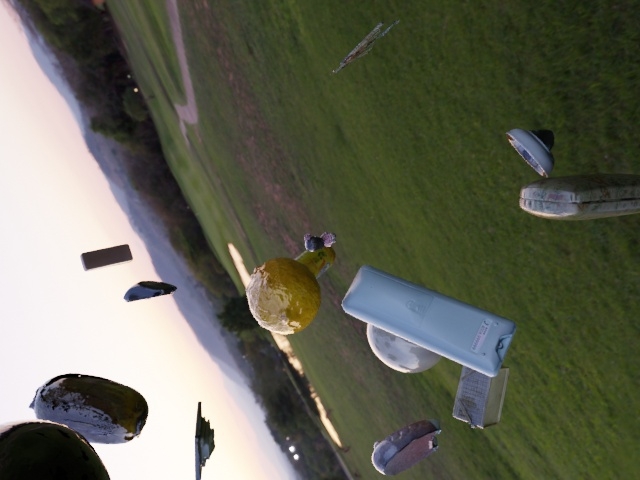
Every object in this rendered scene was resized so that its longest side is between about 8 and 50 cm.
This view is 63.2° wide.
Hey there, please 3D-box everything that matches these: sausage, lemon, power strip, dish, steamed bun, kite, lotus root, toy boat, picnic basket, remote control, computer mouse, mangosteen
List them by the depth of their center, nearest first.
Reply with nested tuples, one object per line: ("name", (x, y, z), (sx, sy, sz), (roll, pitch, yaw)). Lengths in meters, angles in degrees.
("remote control", (0.181, 0.129, 0.907), (0.293, 0.103, 0.051), (21, 160, 25))
("mangosteen", (-0.606, 0.520, 0.956), (0.435, 0.382, 0.382), (7, 142, 16))
("lemon", (-0.073, 0.103, 1.013), (0.187, 0.142, 0.142), (-117, 6, -58))
("dish", (0.509, -0.223, 1.211), (0.141, 0.078, 0.141), (44, -164, -16))
("picnic basket", (0.403, 0.379, 1.300), (0.079, 0.164, 0.115), (10, 176, 41))
("computer mouse", (-0.491, 0.141, 1.496), (0.099, 0.172, 0.057), (2, -103, -72))
("steamed bun", (0.238, 0.290, 1.500), (0.232, 0.232, 0.145), (46, 126, 45))
("toy boat", (0.247, 0.598, 1.530), (0.085, 0.227, 0.155), (47, 148, 44))
("kite", (0.134, -0.584, 1.575), (0.013, 0.268, 0.323), (51, 180, -5))
("lotus root", (-0.724, 0.524, 1.622), (0.196, 0.397, 0.179), (-67, -16, -63))
("power strip", (-0.395, 0.688, 1.787), (0.213, 0.064, 0.198), (-114, 23, -69))
("sausage", (-0.062, 0.116, 2.132), (0.123, 0.347, 0.123), (30, 141, 28))

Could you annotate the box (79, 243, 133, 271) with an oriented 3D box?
("box", (-0.518, 0.042, 1.262), (0.025, 0.115, 0.048), (-36, 73, 55))

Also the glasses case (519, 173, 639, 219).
("glasses case", (0.627, -0.103, 1.183), (0.156, 0.425, 0.098), (18, 111, 55))

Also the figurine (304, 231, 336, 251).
("figurine", (0.000, 0.000, 1.916), (0.054, 0.129, 0.072), (43, 139, 48))
